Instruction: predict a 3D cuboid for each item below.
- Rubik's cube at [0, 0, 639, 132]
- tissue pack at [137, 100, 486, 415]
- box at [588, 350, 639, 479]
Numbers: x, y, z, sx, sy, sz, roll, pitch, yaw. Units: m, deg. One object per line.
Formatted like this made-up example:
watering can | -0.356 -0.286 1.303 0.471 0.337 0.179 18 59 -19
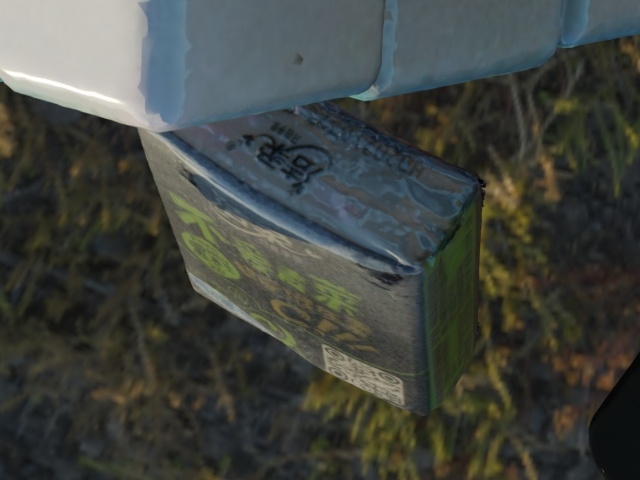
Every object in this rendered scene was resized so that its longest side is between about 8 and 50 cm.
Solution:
Rubik's cube | -0.048 -0.238 0.697 0.322 0.316 0.318 17 112 39
tissue pack | 0.000 0.000 1.664 0.288 0.124 0.394 28 163 15
box | 0.287 0.071 0.956 0.073 0.290 0.289 30 100 -30
